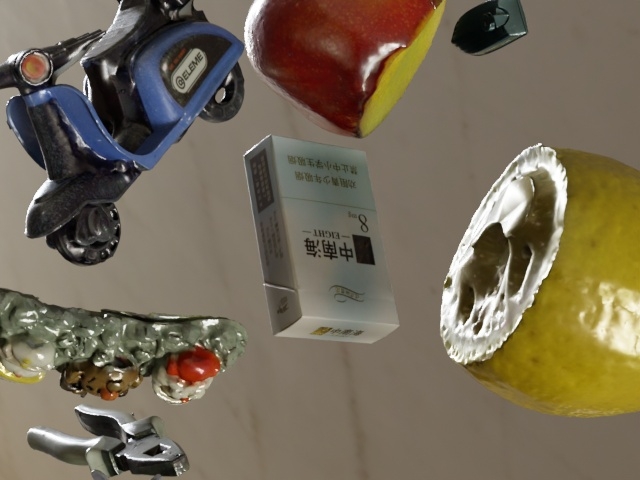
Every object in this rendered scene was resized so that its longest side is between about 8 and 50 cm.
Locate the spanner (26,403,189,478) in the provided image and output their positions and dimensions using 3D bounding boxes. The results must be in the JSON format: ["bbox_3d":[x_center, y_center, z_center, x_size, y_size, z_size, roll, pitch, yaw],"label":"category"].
[{"bbox_3d":[-0.217,0.216,1.674,0.325,0.095,0.040,2,-66,59],"label":"spanner"}]

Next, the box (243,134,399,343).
[{"bbox_3d":[0.000,0.000,1.922,0.067,0.155,0.243,-35,-124,46],"label":"box"}]

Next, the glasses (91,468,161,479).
[{"bbox_3d":[-0.134,0.216,1.161,0.104,0.140,0.063,38,-68,58],"label":"glasses"}]

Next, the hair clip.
[{"bbox_3d":[-0.229,0.106,1.506,0.138,0.321,0.091,141,-45,-64],"label":"hair clip"}]

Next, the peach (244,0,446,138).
[{"bbox_3d":[0.029,-0.247,1.922,0.275,0.245,0.249,-81,174,-77],"label":"peach"}]

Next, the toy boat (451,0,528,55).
[{"bbox_3d":[0.192,-0.245,1.822,0.141,0.060,0.055,-19,-93,65],"label":"toy boat"}]

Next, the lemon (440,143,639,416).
[{"bbox_3d":[0.351,0.070,2.018,0.364,0.364,0.364,47,-25,30],"label":"lemon"}]

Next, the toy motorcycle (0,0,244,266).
[{"bbox_3d":[-0.203,-0.146,1.515,0.125,0.358,0.213,-10,-55,38],"label":"toy motorcycle"}]
